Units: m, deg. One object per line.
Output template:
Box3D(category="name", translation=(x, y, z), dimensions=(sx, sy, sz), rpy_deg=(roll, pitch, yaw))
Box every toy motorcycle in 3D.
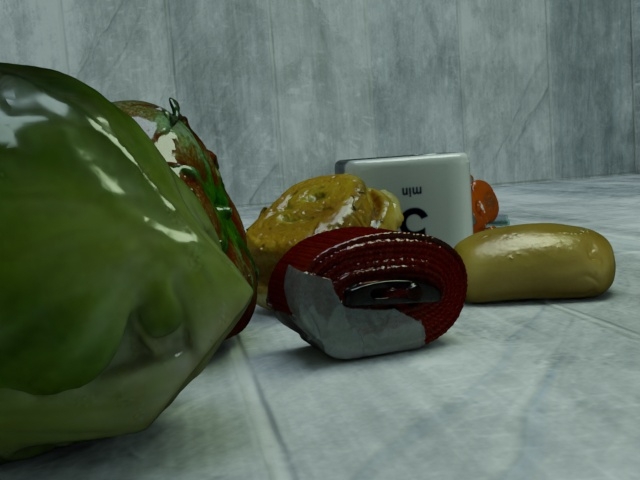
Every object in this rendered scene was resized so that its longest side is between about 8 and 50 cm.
Box3D(category="toy motorcycle", translation=(0.238, -0.053, 1.596), dimensions=(0.221, 0.148, 0.326), rpy_deg=(-26, 12, 4))

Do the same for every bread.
Box3D(category="bread", translation=(-0.002, 0.000, 1.087), dimensions=(0.198, 0.120, 0.236), rpy_deg=(-2, 37, 42))
Box3D(category="bread", translation=(0.277, 0.026, 1.057), dimensions=(0.217, 0.098, 0.147), rpy_deg=(-3, 3, 3))

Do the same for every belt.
Box3D(category="belt", translation=(0.053, 0.051, 0.832), dimensions=(0.200, 0.128, 0.124), rpy_deg=(-6, 6, -21))

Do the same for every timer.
Box3D(category="timer", translation=(0.131, -0.040, 1.281), dimensions=(0.194, 0.195, 0.192), rpy_deg=(-4, 7, -4))

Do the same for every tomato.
Box3D(category="tomato", translation=(-0.212, 0.005, 0.889), dimensions=(0.238, 0.304, 0.303), rpy_deg=(-21, 6, 3))

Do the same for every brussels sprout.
Box3D(category="brussels sprout", translation=(-0.233, 0.020, 0.603), dimensions=(0.354, 0.282, 0.289), rpy_deg=(23, 29, 2))

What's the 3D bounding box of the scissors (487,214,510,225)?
Box3D(category="scissors", translation=(0.342, -0.046, 1.919), dimensions=(0.256, 0.030, 0.125), rpy_deg=(-1, 9, 44))
